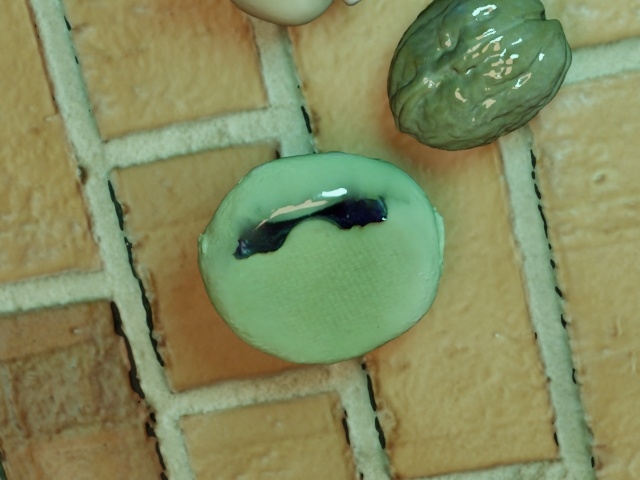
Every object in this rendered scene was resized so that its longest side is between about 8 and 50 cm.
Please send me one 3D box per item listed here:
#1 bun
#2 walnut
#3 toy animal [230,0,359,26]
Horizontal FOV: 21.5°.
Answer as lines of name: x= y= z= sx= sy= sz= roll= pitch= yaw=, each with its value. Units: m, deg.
bun: x=0.000 y=0.000 z=2.021 sx=0.293 sy=0.187 sz=0.293 roll=-2 pitch=128 yaw=-3
walnut: x=0.172 y=-0.197 z=1.933 sx=0.230 sy=0.178 sz=0.178 roll=-39 pitch=97 yaw=24
toy animal: x=-0.051 y=-0.401 z=1.891 sx=0.269 sy=0.237 sz=0.326 roll=-42 pitch=91 yaw=11
